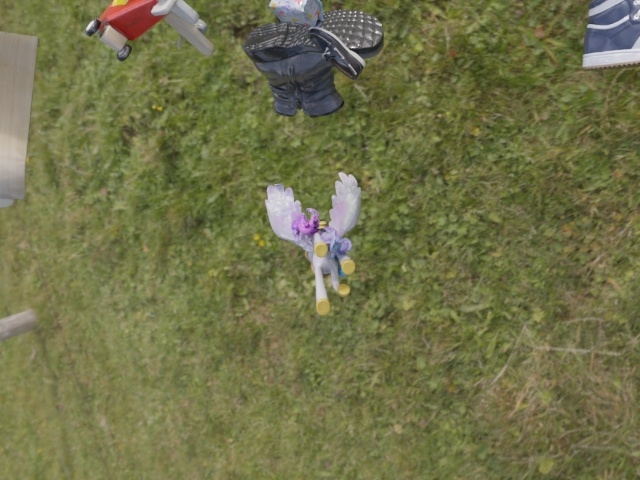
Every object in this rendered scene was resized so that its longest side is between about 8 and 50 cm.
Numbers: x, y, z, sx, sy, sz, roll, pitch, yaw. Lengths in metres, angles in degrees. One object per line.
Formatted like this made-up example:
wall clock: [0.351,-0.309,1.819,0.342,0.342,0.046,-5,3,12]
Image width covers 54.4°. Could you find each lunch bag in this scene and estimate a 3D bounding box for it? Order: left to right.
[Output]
lunch bag: [-0.039,-0.404,1.083,0.071,0.083,0.053,17,86,22]

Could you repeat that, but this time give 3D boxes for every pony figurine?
pony figurine: [0.000,0.000,1.892,0.363,0.302,0.351,-116,22,-65]

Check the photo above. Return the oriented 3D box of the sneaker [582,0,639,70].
sneaker: [0.624,-0.400,1.130,0.282,0.099,0.153,2,101,34]

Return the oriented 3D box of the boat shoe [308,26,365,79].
boat shoe: [0.025,-0.344,1.151,0.125,0.038,0.046,33,166,-22]

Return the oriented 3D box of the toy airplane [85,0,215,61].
toy airplane: [-0.506,-0.725,1.851,0.384,0.273,0.386,12,153,0]

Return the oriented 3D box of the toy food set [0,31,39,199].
toy food set: [-0.575,-0.214,0.988,0.092,0.219,0.306,131,137,-57]

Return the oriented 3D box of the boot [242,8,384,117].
boot: [0.013,-0.373,1.366,0.338,0.118,0.223,9,150,32]

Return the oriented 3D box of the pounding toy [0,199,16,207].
pounding toy: [-0.644,-0.171,1.136,0.183,0.110,0.237,-19,134,43]

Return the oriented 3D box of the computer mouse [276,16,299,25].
computer mouse: [-0.019,-0.538,1.465,0.262,0.184,0.060,52,173,12]
